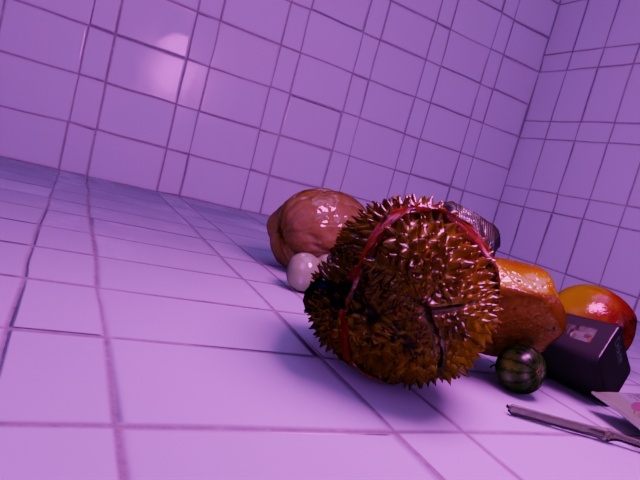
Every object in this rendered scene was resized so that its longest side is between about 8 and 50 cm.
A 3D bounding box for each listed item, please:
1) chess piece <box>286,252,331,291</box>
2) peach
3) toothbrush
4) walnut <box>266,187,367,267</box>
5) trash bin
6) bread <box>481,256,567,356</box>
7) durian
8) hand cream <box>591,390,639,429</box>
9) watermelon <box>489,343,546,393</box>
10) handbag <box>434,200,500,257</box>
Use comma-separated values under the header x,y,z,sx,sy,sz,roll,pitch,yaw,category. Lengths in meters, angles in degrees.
x,y,z,sx,sy,sz,roll,pitch,yaw,category
0.030,0.099,1.427,0.251,0.145,0.144,8,8,-9,chess piece
0.761,0.238,1.469,0.230,0.231,0.231,15,7,-2,peach
0.467,0.330,0.898,0.294,0.026,0.028,16,22,7,toothbrush
0.009,-0.028,1.692,0.343,0.306,0.306,7,10,-34,walnut
0.558,0.246,1.185,0.225,0.115,0.165,19,-33,52,trash bin
0.380,0.148,1.101,0.268,0.268,0.146,14,48,-9,bread
0.143,0.089,0.924,0.347,0.348,0.384,10,18,-39,durian
0.702,0.346,1.016,0.305,0.093,0.147,12,12,-15,hand cream
0.401,0.258,1.046,0.108,0.109,0.109,15,7,-2,watermelon
0.399,0.068,1.594,0.240,0.341,0.247,19,-17,-29,handbag
